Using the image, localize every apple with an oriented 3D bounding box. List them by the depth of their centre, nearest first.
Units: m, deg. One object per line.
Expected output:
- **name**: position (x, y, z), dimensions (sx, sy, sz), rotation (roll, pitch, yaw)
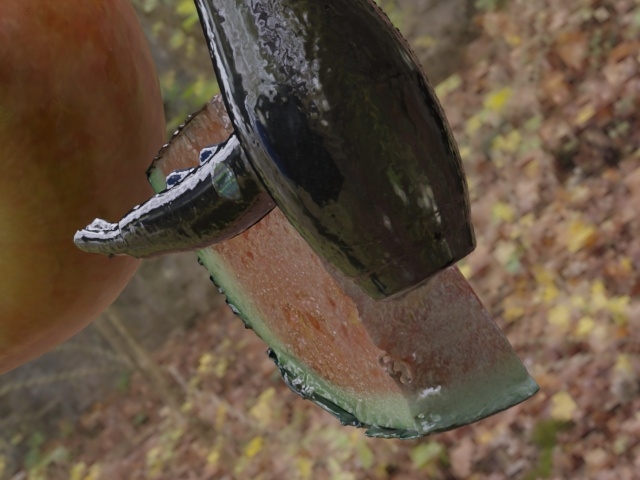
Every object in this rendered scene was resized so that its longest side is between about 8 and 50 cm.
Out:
- **apple**: position (-0.303, -0.068, 1.215), dimensions (0.391, 0.391, 0.346), rotation (-37, 40, 2)

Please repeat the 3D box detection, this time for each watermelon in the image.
- **watermelon**: position (0.000, 0.000, 1.001), dimensions (0.148, 0.226, 0.318), rotation (-30, 51, -4)

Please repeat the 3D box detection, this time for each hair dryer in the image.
- **hair dryer**: position (-0.052, -0.045, 0.640), dimensions (0.075, 0.195, 0.219), rotation (-31, 1, -42)
